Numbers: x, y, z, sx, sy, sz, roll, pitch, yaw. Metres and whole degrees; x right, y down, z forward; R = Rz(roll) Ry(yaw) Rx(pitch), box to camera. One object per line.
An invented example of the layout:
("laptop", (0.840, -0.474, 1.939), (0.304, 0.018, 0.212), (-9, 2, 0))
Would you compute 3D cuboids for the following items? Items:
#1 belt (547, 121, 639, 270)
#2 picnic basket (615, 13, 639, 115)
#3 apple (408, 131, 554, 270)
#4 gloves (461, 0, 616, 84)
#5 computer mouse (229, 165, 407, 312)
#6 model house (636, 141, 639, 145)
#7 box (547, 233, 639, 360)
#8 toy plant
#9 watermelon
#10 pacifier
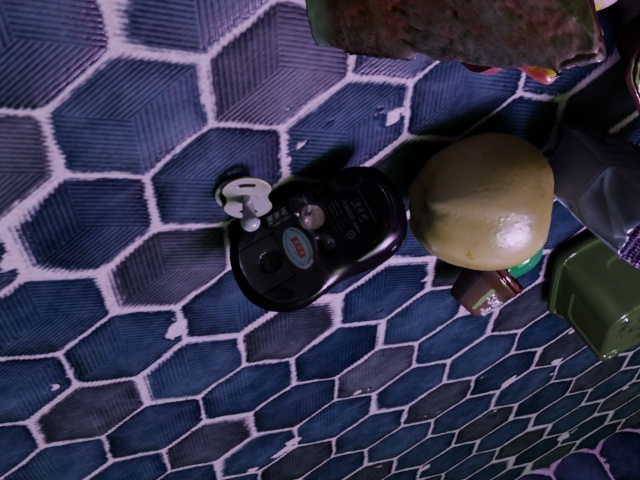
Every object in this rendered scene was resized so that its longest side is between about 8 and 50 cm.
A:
("belt", (0.443, -0.043, 1.391), (0.260, 0.325, 0.122), (21, 116, -23))
("picnic basket", (0.504, -0.205, 1.293), (0.222, 0.129, 0.297), (-35, 121, 11))
("apple", (0.217, -0.048, 1.336), (0.200, 0.200, 0.200), (-21, 151, -13))
("gloves", (0.241, -0.251, 1.106), (0.241, 0.126, 0.145), (-40, 163, -50))
("computer mouse", (0.000, 0.000, 1.272), (0.233, 0.137, 0.096), (-26, 175, 9))
("model house", (0.687, -0.137, 1.521), (0.266, 0.261, 0.321), (-12, 155, -31))
("box", (0.595, 0.069, 1.853), (0.328, 0.178, 0.253), (-25, 153, -5))
("toy plant", (0.298, 0.033, 1.623), (0.200, 0.105, 0.143), (-46, 157, 7))
("watermelon", (0.161, -0.275, 0.876), (0.250, 0.292, 0.283), (-50, 158, -24))
("pacifier", (-0.091, -0.040, 1.203), (0.068, 0.064, 0.083), (-5, 147, -6))
